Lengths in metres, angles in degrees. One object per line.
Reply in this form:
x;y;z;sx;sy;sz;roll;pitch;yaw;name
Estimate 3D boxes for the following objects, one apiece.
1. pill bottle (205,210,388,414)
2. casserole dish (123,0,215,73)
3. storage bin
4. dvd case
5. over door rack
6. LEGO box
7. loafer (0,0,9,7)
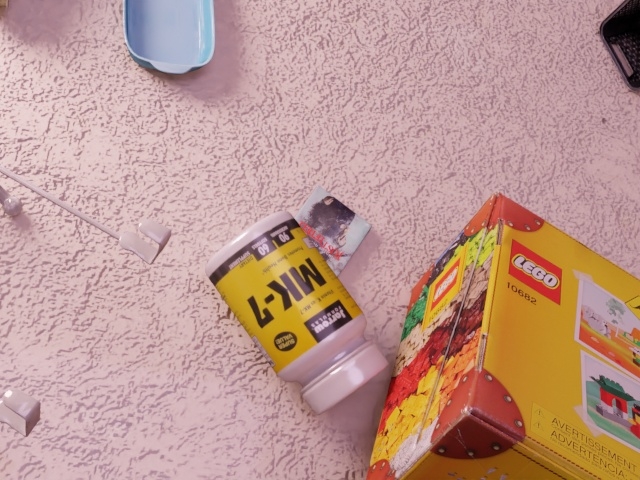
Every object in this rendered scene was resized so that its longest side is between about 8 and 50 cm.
-0.024;0.081;1.159;0.119;0.119;0.208;-33;83;-29;pill bottle
-0.191;-0.282;1.293;0.114;0.037;0.188;3;67;-20;casserole dish
0.502;-0.309;1.493;0.084;0.180;0.122;-19;77;-26;storage bin
0.000;0.000;1.263;0.087;0.013;0.119;38;61;-3;dvd case
-0.347;0.036;1.041;0.324;0.108;0.239;24;59;13;over door rack
0.328;0.227;1.121;0.500;0.193;0.372;31;36;-7;LEGO box
-0.346;-0.384;1.237;0.092;0.102;0.268;14;63;-9;loafer
